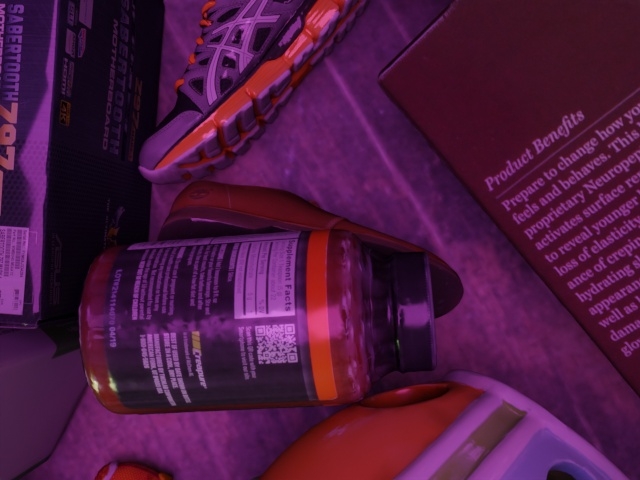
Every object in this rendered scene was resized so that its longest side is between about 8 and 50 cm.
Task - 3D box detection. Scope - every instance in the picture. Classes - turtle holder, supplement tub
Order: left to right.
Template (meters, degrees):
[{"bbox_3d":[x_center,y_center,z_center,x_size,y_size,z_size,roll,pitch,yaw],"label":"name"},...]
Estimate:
[{"bbox_3d":[-0.032,0.048,0.452,0.198,0.106,0.106,-3,89,6],"label":"supplement tub"},{"bbox_3d":[0.097,0.223,0.432,0.320,0.243,0.227,33,75,16],"label":"turtle holder"}]

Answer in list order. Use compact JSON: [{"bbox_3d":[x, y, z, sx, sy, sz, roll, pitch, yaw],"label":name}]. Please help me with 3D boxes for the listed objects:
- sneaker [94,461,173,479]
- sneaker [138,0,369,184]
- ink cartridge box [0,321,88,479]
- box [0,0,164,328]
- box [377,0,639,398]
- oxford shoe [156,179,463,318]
[{"bbox_3d":[-0.146,0.248,0.537,0.067,0.064,0.175,15,93,-6],"label":"sneaker"},{"bbox_3d":[-0.055,-0.128,0.526,0.083,0.084,0.215,40,82,3],"label":"sneaker"},{"bbox_3d":[-0.310,0.048,0.476,0.289,0.211,0.121,28,93,5],"label":"ink cartridge box"},{"bbox_3d":[-0.156,-0.069,0.478,0.059,0.183,0.232,4,89,3],"label":"box"},{"bbox_3d":[0.235,-0.019,0.444,0.191,0.143,0.381,-40,89,31],"label":"box"},{"bbox_3d":[0.000,0.000,0.527,0.212,0.076,0.076,17,128,-10],"label":"oxford shoe"}]
